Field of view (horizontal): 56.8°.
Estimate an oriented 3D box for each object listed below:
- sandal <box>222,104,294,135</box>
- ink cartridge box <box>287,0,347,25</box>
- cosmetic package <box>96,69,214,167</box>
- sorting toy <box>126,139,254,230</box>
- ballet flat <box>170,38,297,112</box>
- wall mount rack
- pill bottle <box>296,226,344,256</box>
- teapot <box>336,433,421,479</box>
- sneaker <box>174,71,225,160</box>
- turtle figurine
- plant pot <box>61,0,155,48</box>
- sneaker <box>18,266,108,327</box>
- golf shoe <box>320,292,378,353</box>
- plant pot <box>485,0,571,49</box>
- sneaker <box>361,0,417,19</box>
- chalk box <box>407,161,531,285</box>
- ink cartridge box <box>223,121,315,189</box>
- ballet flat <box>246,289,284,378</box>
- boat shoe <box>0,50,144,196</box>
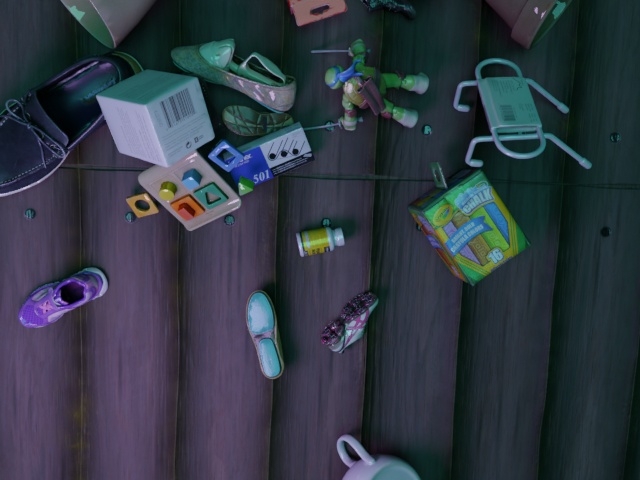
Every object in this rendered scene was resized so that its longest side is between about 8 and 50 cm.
[{"bbox_3d":[-0.157,-0.297,1.481,0.180,0.049,0.072,1,103,-18],"label":"sandal"},{"bbox_3d":[-0.031,-0.640,1.425,0.134,0.078,0.230,-18,98,0],"label":"ink cartridge box"},{"bbox_3d":[-0.367,-0.278,1.327,0.151,0.184,0.151,-41,135,-34],"label":"cosmetic package"},{"bbox_3d":[-0.318,-0.113,1.429,0.348,0.047,0.196,-23,126,23],"label":"sorting toy"},{"bbox_3d":[-0.198,-0.420,1.425,0.316,0.107,0.106,21,136,-12],"label":"ballet flat"},{"bbox_3d":[0.490,-0.288,1.425,0.305,0.130,0.349,-1,53,0],"label":"wall mount rack"},{"bbox_3d":[0.000,0.000,1.514,0.117,0.065,0.065,-12,98,-1],"label":"pill bottle"},{"bbox_3d":[0.135,0.674,1.555,0.253,0.187,0.255,29,68,-25],"label":"teapot"},{"bbox_3d":[-0.310,-0.309,1.454,0.087,0.130,0.227,-34,130,-21],"label":"sneaker"},{"bbox_3d":[0.107,-0.377,1.456,0.267,0.275,0.197,9,74,-24],"label":"turtle figurine"},{"bbox_3d":[-0.453,-0.624,1.342,0.274,0.256,0.256,-45,98,-15],"label":"plant pot"},{"bbox_3d":[-0.656,0.148,1.479,0.237,0.104,0.095,-28,99,2],"label":"sneaker"},{"bbox_3d":[0.087,0.216,1.554,0.186,0.067,0.086,-46,124,3],"label":"golf shoe"},{"bbox_3d":[0.478,-0.621,1.386,0.229,0.263,0.263,38,94,10],"label":"plant pot"},{"bbox_3d":[0.151,-0.587,1.458,0.089,0.051,0.170,-43,93,3],"label":"sneaker"},{"bbox_3d":[0.344,-0.064,1.469,0.179,0.180,0.288,-36,96,1],"label":"chalk box"},{"bbox_3d":[-0.127,-0.208,1.473,0.207,0.046,0.097,-23,124,1],"label":"ink cartridge box"},{"bbox_3d":[-0.143,0.241,1.536,0.080,0.073,0.232,-9,91,7],"label":"ballet flat"},{"bbox_3d":[-0.642,-0.280,1.401,0.500,0.156,0.186,-34,99,3],"label":"boat shoe"}]
